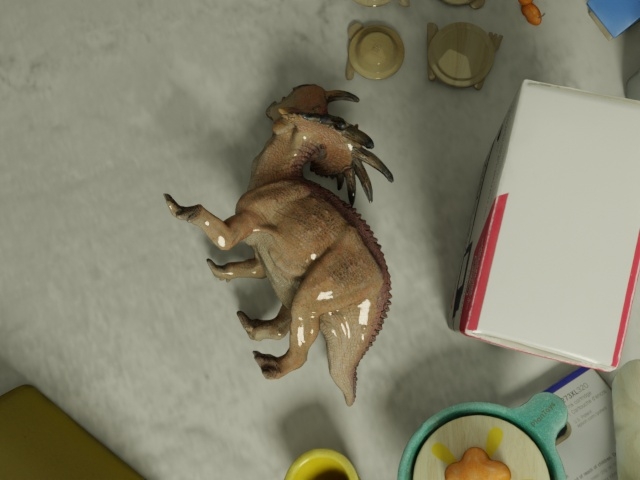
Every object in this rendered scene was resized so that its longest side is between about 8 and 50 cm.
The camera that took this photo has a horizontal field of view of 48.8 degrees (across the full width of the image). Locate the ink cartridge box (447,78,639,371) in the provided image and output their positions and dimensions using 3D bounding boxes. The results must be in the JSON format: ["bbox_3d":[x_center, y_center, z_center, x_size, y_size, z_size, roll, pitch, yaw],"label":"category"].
[{"bbox_3d":[0.169,0.001,0.553,0.100,0.237,0.172,14,85,9],"label":"ink cartridge box"}]

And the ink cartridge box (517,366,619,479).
[{"bbox_3d":[0.264,0.297,0.560,0.175,0.069,0.371,-34,59,1],"label":"ink cartridge box"}]

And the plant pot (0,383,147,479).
[{"bbox_3d":[-0.276,0.274,0.584,0.212,0.187,0.212,36,88,7],"label":"plant pot"}]

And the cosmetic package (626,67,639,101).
[{"bbox_3d":[0.456,-0.052,0.455,0.327,0.394,0.330,-12,82,3],"label":"cosmetic package"}]

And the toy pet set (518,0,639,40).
[{"bbox_3d":[0.255,-0.243,0.657,0.122,0.065,0.114,-34,82,1],"label":"toy pet set"}]

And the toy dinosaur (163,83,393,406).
[{"bbox_3d":[0.000,0.000,0.629,0.200,0.127,0.296,-29,88,-6],"label":"toy dinosaur"}]

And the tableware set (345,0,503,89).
[{"bbox_3d":[0.095,-0.220,0.692,0.168,0.020,0.141,4,86,4],"label":"tableware set"}]

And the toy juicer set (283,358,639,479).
[{"bbox_3d":[0.140,0.230,0.554,0.328,0.089,0.209,-21,58,8],"label":"toy juicer set"}]
